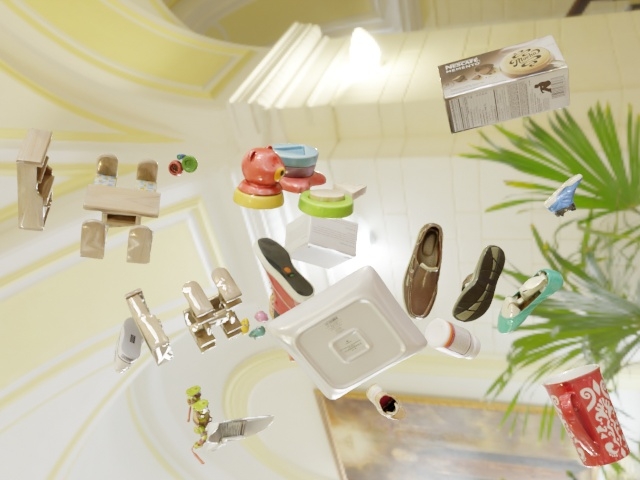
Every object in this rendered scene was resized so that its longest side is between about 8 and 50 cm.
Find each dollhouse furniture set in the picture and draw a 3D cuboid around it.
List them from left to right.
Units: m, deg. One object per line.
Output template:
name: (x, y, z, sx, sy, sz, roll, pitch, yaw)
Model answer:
dollhouse furniture set: (-0.684, -0.158, 1.898, 0.362, 0.394, 0.256, -102, 24, -49)
dollhouse furniture set: (-0.325, 0.167, 1.538, 0.161, 0.242, 0.212, 54, 157, 25)

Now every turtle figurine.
turtle figurine: (-0.429, 0.639, 2.248, 0.269, 0.087, 0.217, -114, 23, -48)

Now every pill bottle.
pill bottle: (0.528, 0.396, 2.497, 0.221, 0.121, 0.121, 25, -118, -35)

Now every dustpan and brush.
dustpan and brush: (-0.216, 0.452, 1.459, 0.147, 0.211, 0.060, 5, -112, -37)

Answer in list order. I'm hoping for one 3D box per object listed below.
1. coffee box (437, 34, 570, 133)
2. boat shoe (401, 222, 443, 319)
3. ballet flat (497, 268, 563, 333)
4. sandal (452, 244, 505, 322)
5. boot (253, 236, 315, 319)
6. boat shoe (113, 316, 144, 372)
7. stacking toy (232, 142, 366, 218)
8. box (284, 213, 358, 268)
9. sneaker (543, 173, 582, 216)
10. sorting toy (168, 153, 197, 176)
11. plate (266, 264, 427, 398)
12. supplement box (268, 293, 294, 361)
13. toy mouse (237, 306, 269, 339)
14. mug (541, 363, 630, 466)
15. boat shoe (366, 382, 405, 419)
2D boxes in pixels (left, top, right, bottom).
coffee box: (0.461, -0.396, 1.606, 0.168, 0.297, 0.119, -87, -20, -45)
boat shoe: (0.266, 0.078, 1.630, 0.095, 0.095, 0.257, 82, -165, -84)
ballet flat: (0.583, 0.167, 1.813, 0.087, 0.247, 0.083, 30, -156, -30)
sandal: (0.565, 0.157, 2.251, 0.302, 0.120, 0.086, -61, 17, -8)
boot: (-0.124, 0.122, 1.730, 0.088, 0.244, 0.176, -16, -34, -37)
boat shoe: (-0.650, 0.355, 2.137, 0.088, 0.096, 0.267, -53, 23, 13)
stacking toy: (-0.035, -0.166, 1.510, 0.309, 0.280, 0.130, -49, -32, -63)
box: (0.000, 0.000, 2.030, 0.181, 0.182, 0.119, 16, -113, -26)
sneaker: (0.818, -0.142, 2.069, 0.084, 0.152, 0.058, 46, -178, 1)
sorting toy: (-0.400, -0.226, 1.856, 0.042, 0.102, 0.061, -34, -69, -69)
plate: (0.065, 0.222, 1.403, 0.278, 0.277, 0.045, 53, -167, -27)
supplement box: (-0.089, 0.255, 1.891, 0.233, 0.080, 0.078, -120, 32, -52)
toy mouse: (-0.213, 0.296, 2.177, 0.143, 0.031, 0.161, 9, -61, -37)
mug: (0.501, 0.343, 1.209, 0.150, 0.113, 0.169, -16, -100, -29)
boat shoe: (0.187, 0.453, 1.717, 0.063, 0.059, 0.170, -49, -54, -4)
